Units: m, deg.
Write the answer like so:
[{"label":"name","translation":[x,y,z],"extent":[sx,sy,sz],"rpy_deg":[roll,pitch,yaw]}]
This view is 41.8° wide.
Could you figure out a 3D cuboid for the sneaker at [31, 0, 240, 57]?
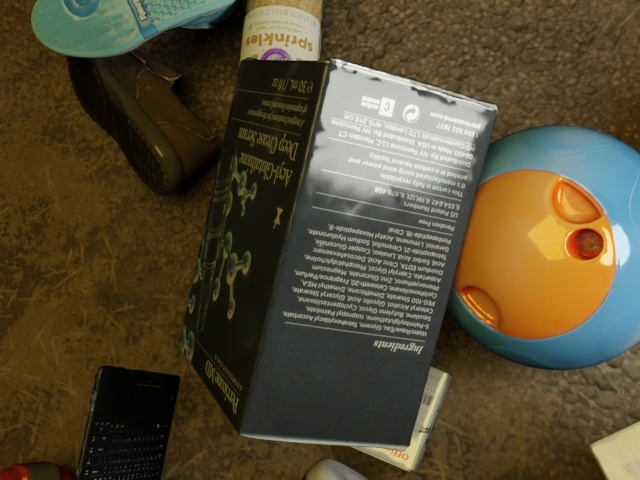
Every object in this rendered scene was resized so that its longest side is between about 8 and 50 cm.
[{"label":"sneaker","translation":[-0.253,-0.350,1.257],"extent":[0.319,0.208,0.127],"rpy_deg":[-14,100,3]}]

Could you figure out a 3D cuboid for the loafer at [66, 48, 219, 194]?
[{"label":"loafer","translation":[-0.280,-0.222,1.300],"extent":[0.130,0.133,0.366],"rpy_deg":[-24,66,-30]}]

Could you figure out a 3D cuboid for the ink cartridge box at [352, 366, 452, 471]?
[{"label":"ink cartridge box","translation":[0.104,0.224,1.113],"extent":[0.099,0.056,0.135],"rpy_deg":[20,83,19]}]

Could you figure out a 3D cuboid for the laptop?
[{"label":"laptop","translation":[-0.202,0.308,1.084],"extent":[0.137,0.234,0.264],"rpy_deg":[7,80,15]}]

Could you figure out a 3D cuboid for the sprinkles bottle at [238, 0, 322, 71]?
[{"label":"sprinkles bottle","translation":[-0.062,-0.233,1.216],"extent":[0.121,0.121,0.355],"rpy_deg":[0,74,15]}]

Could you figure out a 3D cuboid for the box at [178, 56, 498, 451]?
[{"label":"box","translation":[0.000,0.000,0.993],"extent":[0.212,0.293,0.395],"rpy_deg":[10,97,-24]}]

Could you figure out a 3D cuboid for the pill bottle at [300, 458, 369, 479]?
[{"label":"pill bottle","translation":[-0.028,0.454,1.029],"extent":[0.188,0.188,0.334],"rpy_deg":[37,90,19]}]

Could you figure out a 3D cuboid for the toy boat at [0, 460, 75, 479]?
[{"label":"toy boat","translation":[-0.367,0.416,1.139],"extent":[0.151,0.151,0.230],"rpy_deg":[-16,74,32]}]

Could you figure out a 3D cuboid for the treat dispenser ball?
[{"label":"treat dispenser ball","translation":[0.275,0.008,0.992],"extent":[0.288,0.288,0.288],"rpy_deg":[-3,77,15]}]

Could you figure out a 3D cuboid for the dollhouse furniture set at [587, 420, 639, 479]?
[{"label":"dollhouse furniture set","translation":[0.349,0.327,0.857],"extent":[0.394,0.362,0.256],"rpy_deg":[-27,69,9]}]
